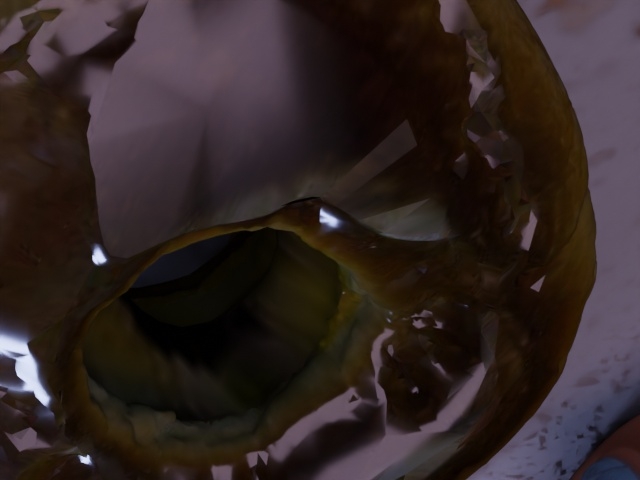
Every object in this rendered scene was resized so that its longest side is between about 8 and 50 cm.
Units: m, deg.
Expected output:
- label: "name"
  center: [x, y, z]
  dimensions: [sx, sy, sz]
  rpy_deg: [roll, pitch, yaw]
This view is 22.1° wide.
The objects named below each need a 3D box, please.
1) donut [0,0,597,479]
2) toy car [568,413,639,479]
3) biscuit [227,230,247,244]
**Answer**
- label: "donut"
  center: [-0.049, -0.003, 0.599]
  dimensions: [0.330, 0.160, 0.330]
  rpy_deg: [-9, 133, -10]
- label: "toy car"
  center: [0.219, 0.202, 0.950]
  dimensions: [0.212, 0.180, 0.270]
  rpy_deg: [13, 124, -27]
- label: "biscuit"
  center: [0.000, 0.000, 0.732]
  dimensions: [0.091, 0.015, 0.078]
  rpy_deg: [0, 131, -31]
